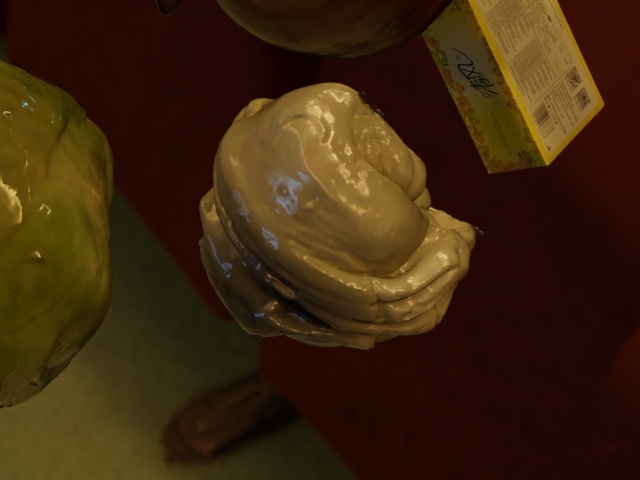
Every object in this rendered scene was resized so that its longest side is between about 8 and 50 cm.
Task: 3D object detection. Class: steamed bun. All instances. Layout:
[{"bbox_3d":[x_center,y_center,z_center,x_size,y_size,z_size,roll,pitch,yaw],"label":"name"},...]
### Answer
[{"bbox_3d":[0.000,0.000,1.799,0.275,0.320,0.206,12,60,50],"label":"steamed bun"}]

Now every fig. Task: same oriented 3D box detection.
[{"bbox_3d":[0.000,-0.234,1.233,0.214,0.235,0.235,-9,26,46],"label":"fig"}]

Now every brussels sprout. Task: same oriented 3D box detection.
[{"bbox_3d":[-0.216,-0.002,1.017,0.223,0.223,0.161,0,25,-9],"label":"brussels sprout"}]

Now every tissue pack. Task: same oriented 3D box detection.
[{"bbox_3d":[0.136,-0.150,1.383,0.062,0.176,0.095,-8,28,46],"label":"tissue pack"}]
